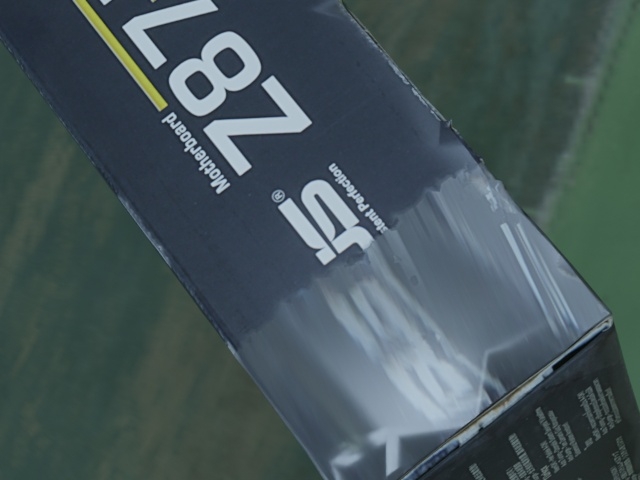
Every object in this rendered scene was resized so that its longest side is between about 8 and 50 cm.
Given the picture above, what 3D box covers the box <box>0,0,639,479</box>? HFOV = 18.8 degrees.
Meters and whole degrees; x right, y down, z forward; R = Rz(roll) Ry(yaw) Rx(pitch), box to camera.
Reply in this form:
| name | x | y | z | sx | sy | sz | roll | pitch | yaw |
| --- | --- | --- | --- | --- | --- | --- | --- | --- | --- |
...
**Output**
| name | x | y | z | sx | sy | sz | roll | pitch | yaw |
| --- | --- | --- | --- | --- | --- | --- | --- | --- | --- |
| box | 0.000 | 0.000 | 0.715 | 0.097 | 0.395 | 0.318 | -39 | 66 | -2 |
